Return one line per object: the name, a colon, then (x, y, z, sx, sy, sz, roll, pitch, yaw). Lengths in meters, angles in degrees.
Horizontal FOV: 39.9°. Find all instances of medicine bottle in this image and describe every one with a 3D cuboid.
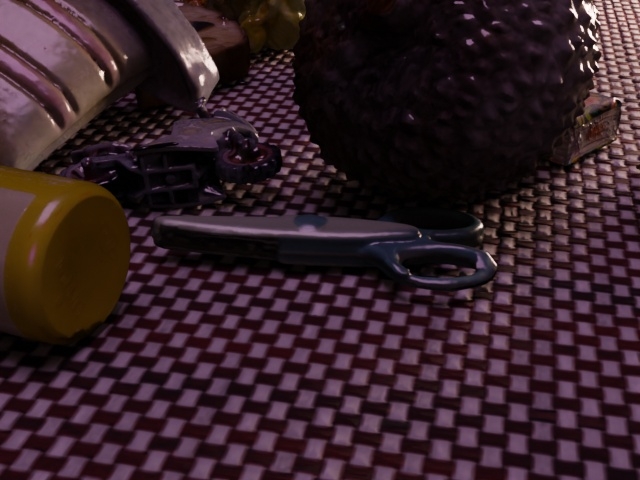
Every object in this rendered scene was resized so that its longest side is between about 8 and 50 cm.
medicine bottle: (-0.264, 0.000, 0.670, 0.212, 0.122, 0.122, 11, 31, 20)

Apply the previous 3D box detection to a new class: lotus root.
lotus root: (-0.180, -0.251, 1.180, 0.170, 0.074, 0.260, -7, 32, -15)

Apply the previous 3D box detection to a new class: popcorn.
popcorn: (-0.059, -0.360, 1.268, 0.167, 0.185, 0.187, 21, 17, 39)

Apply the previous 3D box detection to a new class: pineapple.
pineapple: (-0.156, -0.349, 1.343, 0.116, 0.137, 0.069, 32, 8, -42)

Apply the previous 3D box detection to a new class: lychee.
lychee: (0.123, -0.169, 0.814, 0.300, 0.300, 0.300, 0, 29, 0)

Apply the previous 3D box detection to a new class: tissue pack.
tissue pack: (0.240, -0.138, 0.978, 0.148, 0.060, 0.109, 26, 40, 37)

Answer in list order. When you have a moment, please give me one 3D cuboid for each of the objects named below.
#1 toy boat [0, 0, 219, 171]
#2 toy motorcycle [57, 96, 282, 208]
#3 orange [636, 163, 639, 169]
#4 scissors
toy boat: (-0.282, -0.221, 0.961, 0.293, 0.111, 0.276, -26, 75, -38)
toy motorcycle: (-0.147, -0.084, 0.869, 0.215, 0.080, 0.122, -7, 29, -3)
orange: (0.439, -0.086, 0.791, 0.262, 0.196, 0.334, 27, 29, 18)
scissors: (0.000, 0.000, 0.750, 0.289, 0.041, 0.138, 4, 28, 0)
